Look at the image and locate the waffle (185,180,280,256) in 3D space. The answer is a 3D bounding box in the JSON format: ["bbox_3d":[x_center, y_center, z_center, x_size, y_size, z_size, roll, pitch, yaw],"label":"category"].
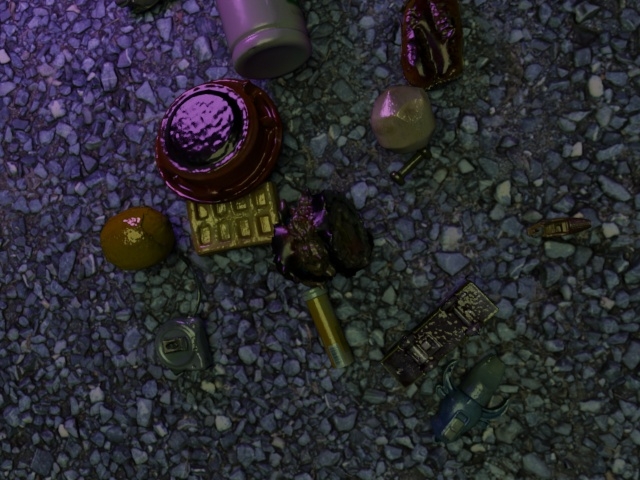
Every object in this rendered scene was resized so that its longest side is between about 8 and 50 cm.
[{"bbox_3d":[-0.235,-0.057,1.331,0.274,0.057,0.167,-10,87,10],"label":"waffle"}]

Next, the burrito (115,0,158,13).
[{"bbox_3d":[-0.450,-0.749,1.383,0.309,0.066,0.096,-29,79,8],"label":"burrito"}]

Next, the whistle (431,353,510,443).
[{"bbox_3d":[0.362,0.396,1.204,0.180,0.093,0.269,39,89,3],"label":"whistle"}]

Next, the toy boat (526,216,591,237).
[{"bbox_3d":[0.580,-0.033,1.187,0.149,0.049,0.047,-8,88,10],"label":"toy boat"}]

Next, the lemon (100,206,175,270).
[{"bbox_3d":[-0.496,-0.004,1.318,0.193,0.180,0.180,-11,87,-12],"label":"lemon"}]

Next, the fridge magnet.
[{"bbox_3d":[-0.278,-0.271,1.288,0.364,0.155,0.363,-3,76,13],"label":"fridge magnet"}]

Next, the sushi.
[{"bbox_3d":[-0.005,0.002,1.220,0.219,0.225,0.238,-28,41,21],"label":"sushi"}]

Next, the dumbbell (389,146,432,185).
[{"bbox_3d":[0.232,-0.195,1.253,0.046,0.052,0.118,45,96,-4],"label":"dumbbell"}]

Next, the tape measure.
[{"bbox_3d":[-0.397,0.204,1.342,0.164,0.084,0.330,-15,88,5],"label":"tape measure"}]

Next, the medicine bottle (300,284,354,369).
[{"bbox_3d":[0.019,0.225,1.273,0.074,0.074,0.218,-23,87,9],"label":"medicine bottle"}]

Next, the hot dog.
[{"bbox_3d":[0.284,-0.514,1.237,0.163,0.082,0.270,-3,87,9],"label":"hot dog"}]

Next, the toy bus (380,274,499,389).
[{"bbox_3d":[0.290,0.223,1.194,0.302,0.139,0.113,-45,81,14],"label":"toy bus"}]

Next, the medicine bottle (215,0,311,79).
[{"bbox_3d":[-0.162,-0.610,1.255,0.212,0.212,0.325,-17,86,9],"label":"medicine bottle"}]

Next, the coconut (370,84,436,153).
[{"bbox_3d":[0.201,-0.308,1.200,0.161,0.161,0.162,-16,119,10],"label":"coconut"}]
